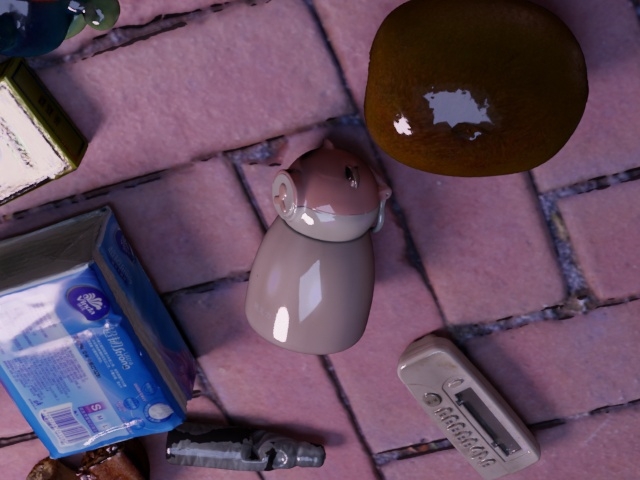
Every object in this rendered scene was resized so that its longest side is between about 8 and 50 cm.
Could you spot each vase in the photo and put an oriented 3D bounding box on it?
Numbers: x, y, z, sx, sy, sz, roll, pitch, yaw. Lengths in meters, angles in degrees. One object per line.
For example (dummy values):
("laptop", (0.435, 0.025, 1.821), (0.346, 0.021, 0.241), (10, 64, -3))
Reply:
("vase", (-0.097, 0.277, 1.897), (0.211, 0.060, 0.060), (4, 125, 3))

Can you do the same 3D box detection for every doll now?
("doll", (-0.289, -0.315, 1.427), (0.198, 0.186, 0.322), (12, 129, -2))

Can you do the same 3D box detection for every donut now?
("donut", (-0.310, 0.334, 1.948), (0.217, 0.085, 0.141), (-26, 118, 24))

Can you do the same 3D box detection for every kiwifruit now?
("kiwifruit", (0.163, -0.159, 1.477), (0.234, 0.196, 0.196), (6, 126, -5))

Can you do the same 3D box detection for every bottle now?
("bottle", (0.000, 0.000, 1.642), (0.147, 0.147, 0.236), (11, 118, -1))

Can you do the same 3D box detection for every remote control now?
("remote control", (0.188, 0.212, 1.819), (0.090, 0.049, 0.230), (-28, 117, 23))

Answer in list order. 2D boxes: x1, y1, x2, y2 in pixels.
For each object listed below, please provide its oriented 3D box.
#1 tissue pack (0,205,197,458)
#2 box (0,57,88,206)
("tissue pack", (-0.295, 0.118, 1.755), (0.198, 0.146, 0.263), (-16, 121, 16))
("box", (-0.400, -0.107, 1.661), (0.220, 0.064, 0.141), (-23, 118, 20))
